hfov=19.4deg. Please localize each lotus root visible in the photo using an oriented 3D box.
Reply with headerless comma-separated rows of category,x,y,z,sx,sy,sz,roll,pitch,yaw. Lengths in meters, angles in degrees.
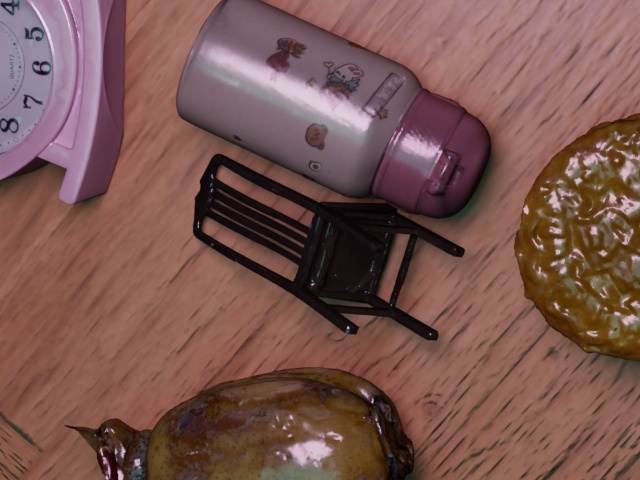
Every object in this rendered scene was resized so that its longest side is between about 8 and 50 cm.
lotus root,-0.063,0.176,1.457,0.278,0.154,0.154,-6,98,16

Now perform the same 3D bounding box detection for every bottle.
bottle,0.015,-0.095,1.413,0.233,0.110,0.110,25,105,7

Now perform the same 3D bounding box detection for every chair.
chair,0.000,0.000,1.458,0.212,0.101,0.084,31,108,45

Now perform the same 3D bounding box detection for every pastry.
pastry,0.238,-0.003,1.378,0.189,0.103,0.188,2,100,12

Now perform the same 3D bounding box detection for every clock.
clock,-0.290,-0.189,1.482,0.275,0.080,0.290,8,101,11
